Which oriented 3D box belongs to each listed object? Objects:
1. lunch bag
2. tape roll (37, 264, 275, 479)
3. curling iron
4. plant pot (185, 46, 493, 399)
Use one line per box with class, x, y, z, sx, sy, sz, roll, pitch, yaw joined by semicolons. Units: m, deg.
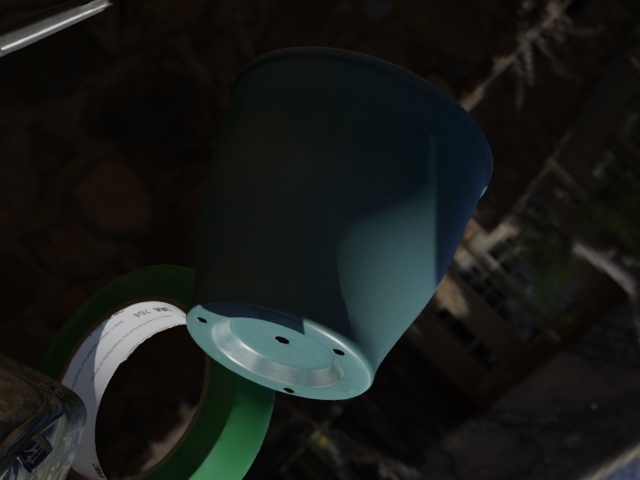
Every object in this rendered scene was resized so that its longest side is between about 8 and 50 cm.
lunch bag;-0.421;0.204;1.532;0.212;0.305;0.256;-65;172;0
tape roll;-0.204;0.188;1.723;0.321;0.077;0.321;-18;-124;28
curling iron;-0.332;-0.202;1.453;0.274;0.035;0.068;-17;-140;18
plant pot;0.000;0.000;1.380;0.271;0.271;0.255;-42;-156;59
